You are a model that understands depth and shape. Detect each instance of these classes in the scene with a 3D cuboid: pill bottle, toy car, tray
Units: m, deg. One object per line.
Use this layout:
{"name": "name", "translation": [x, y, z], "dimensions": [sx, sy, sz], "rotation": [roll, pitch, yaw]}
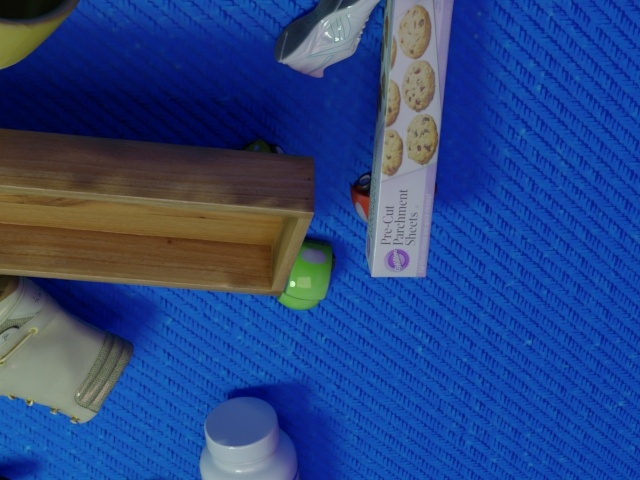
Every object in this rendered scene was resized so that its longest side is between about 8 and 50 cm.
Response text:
{"name": "pill bottle", "translation": [-0.086, 0.306, 1.968], "dimensions": [0.124, 0.124, 0.221], "rotation": [-8, 126, 0]}
{"name": "toy car", "translation": [0.000, 0.000, 1.789], "dimensions": [0.239, 0.053, 0.225], "rotation": [8, 125, -13]}
{"name": "tray", "translation": [-0.226, -0.031, 1.619], "dimensions": [0.411, 0.076, 0.203], "rotation": [6, 153, -9]}

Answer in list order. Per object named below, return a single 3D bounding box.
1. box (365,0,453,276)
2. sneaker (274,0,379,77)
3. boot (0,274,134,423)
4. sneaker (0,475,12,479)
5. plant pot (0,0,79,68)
{"name": "box", "translation": [0.093, -0.117, 1.667], "dimensions": [0.067, 0.063, 0.324], "rotation": [2, 115, -6]}
{"name": "sneaker", "translation": [0.022, -0.228, 1.627], "dimensions": [0.152, 0.053, 0.061], "rotation": [-38, 131, 27]}
{"name": "boot", "translation": [-0.364, 0.167, 1.799], "dimensions": [0.203, 0.095, 0.262], "rotation": [35, 105, -33]}
{"name": "sneaker", "translation": [-0.474, 0.372, 1.979], "dimensions": [0.228, 0.087, 0.130], "rotation": [-15, 109, 8]}
{"name": "plant pot", "translation": [-0.384, -0.241, 1.461], "dimensions": [0.254, 0.254, 0.239], "rotation": [30, 135, -25]}
